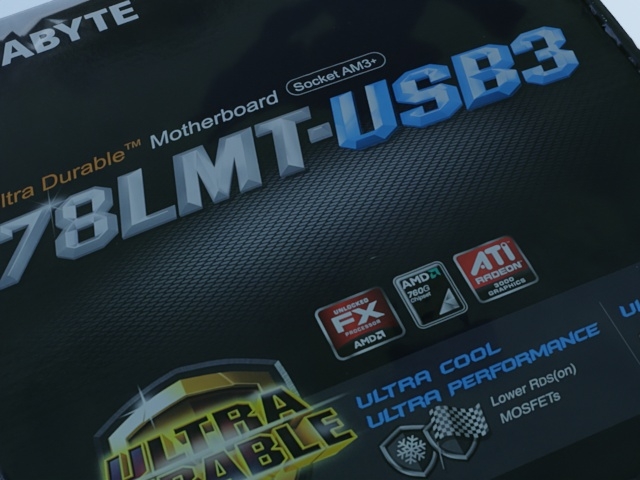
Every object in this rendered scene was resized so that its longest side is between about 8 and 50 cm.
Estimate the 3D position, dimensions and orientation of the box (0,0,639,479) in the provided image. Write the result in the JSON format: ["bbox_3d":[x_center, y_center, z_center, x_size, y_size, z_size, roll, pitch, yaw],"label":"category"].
[{"bbox_3d":[0.000,0.000,0.480,0.295,0.293,0.073,-20,-32,-11],"label":"box"}]
